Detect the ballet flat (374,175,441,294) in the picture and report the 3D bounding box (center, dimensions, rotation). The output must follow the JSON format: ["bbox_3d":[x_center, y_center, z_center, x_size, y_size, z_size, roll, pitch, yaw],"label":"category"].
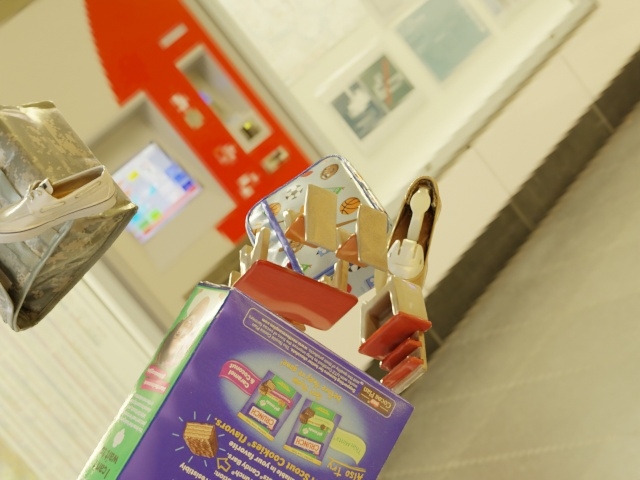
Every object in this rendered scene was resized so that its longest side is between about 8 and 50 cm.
[{"bbox_3d":[0.131,0.000,1.872,0.073,0.080,0.232,96,-172,-57],"label":"ballet flat"}]

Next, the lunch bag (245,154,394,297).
[{"bbox_3d":[0.000,0.000,2.143,0.243,0.115,0.303,-32,37,3],"label":"lunch bag"}]

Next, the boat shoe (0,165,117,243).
[{"bbox_3d":[-0.197,-0.029,0.896,0.100,0.035,0.035,-18,40,-12],"label":"boat shoe"}]

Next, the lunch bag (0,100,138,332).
[{"bbox_3d":[-0.451,-0.028,1.853,0.287,0.235,0.169,-49,-18,29],"label":"lunch bag"}]

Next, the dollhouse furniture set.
[{"bbox_3d":[0.011,0.088,1.605,0.262,0.259,0.135,-47,32,40],"label":"dollhouse furniture set"}]

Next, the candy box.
[{"bbox_3d":[-0.093,0.249,1.372,0.317,0.268,0.122,-59,21,-14],"label":"candy box"}]
